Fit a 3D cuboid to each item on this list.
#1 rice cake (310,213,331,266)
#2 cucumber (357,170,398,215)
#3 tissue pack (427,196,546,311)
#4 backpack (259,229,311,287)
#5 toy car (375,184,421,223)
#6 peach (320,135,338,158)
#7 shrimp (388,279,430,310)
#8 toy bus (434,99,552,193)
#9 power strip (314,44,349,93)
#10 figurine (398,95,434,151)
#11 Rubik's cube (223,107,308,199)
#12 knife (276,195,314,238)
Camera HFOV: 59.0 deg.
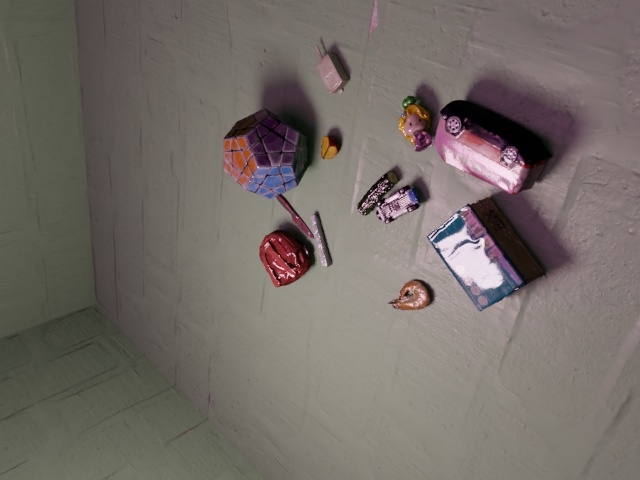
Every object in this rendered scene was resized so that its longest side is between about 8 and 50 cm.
[{"bbox_3d":[0.000,0.000,2.118,0.033,0.033,0.207,-10,97,37],"label":"rice cake"},{"bbox_3d":[0.184,-0.156,1.848,0.058,0.058,0.187,55,136,15],"label":"cucumber"},{"bbox_3d":[0.459,0.038,1.583,0.270,0.134,0.192,58,138,12],"label":"tissue pack"},{"bbox_3d":[-0.150,0.063,2.217,0.229,0.139,0.229,22,124,35],"label":"backpack"},{"bbox_3d":[0.244,-0.111,1.791,0.171,0.070,0.080,-30,84,46],"label":"toy car"},{"bbox_3d":[0.033,-0.316,1.939,0.077,0.050,0.083,-143,56,-60],"label":"peach"},{"bbox_3d":[0.291,0.190,1.889,0.180,0.041,0.099,-23,88,49],"label":"shrimp"},{"bbox_3d":[0.440,-0.246,1.491,0.303,0.128,0.147,36,132,31],"label":"toy bus"},{"bbox_3d":[0.028,-0.565,1.849,0.075,0.042,0.175,-35,80,49],"label":"power strip"},{"bbox_3d":[0.276,-0.339,1.665,0.115,0.095,0.156,85,162,-81],"label":"figurine"},{"bbox_3d":[-0.192,-0.308,2.014,0.319,0.319,0.264,-51,43,44],"label":"Rubik's cube"},{"bbox_3d":[-0.103,-0.094,2.197,0.247,0.018,0.035,51,132,17],"label":"knife"}]
